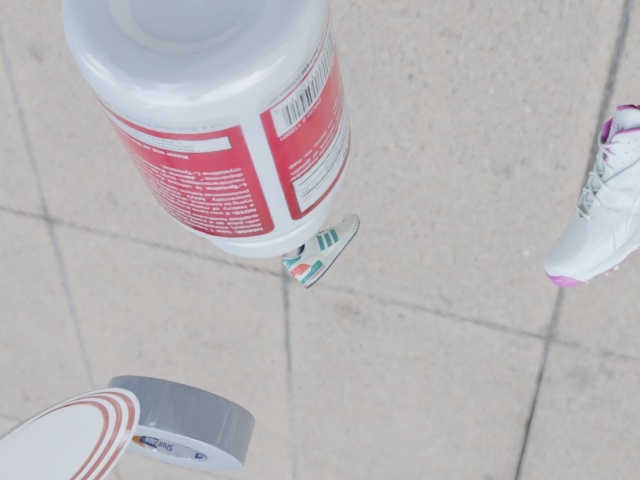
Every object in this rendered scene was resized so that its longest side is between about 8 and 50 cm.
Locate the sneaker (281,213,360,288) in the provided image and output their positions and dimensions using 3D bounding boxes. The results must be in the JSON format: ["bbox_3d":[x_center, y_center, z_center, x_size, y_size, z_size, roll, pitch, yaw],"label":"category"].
[{"bbox_3d":[0.000,0.000,1.825,0.075,0.161,0.057,40,151,-3],"label":"sneaker"}]

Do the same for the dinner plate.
[{"bbox_3d":[-0.157,0.126,0.602,0.017,0.141,0.141,43,145,20],"label":"dinner plate"}]

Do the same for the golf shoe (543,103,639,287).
[{"bbox_3d":[0.359,-0.081,1.332,0.140,0.115,0.306,40,99,-19],"label":"golf shoe"}]

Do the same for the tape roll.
[{"bbox_3d":[-0.206,0.264,1.608,0.219,0.072,0.219,11,157,5],"label":"tape roll"}]

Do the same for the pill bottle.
[{"bbox_3d":[-0.089,-0.136,1.127,0.229,0.229,0.407,14,159,12],"label":"pill bottle"}]
